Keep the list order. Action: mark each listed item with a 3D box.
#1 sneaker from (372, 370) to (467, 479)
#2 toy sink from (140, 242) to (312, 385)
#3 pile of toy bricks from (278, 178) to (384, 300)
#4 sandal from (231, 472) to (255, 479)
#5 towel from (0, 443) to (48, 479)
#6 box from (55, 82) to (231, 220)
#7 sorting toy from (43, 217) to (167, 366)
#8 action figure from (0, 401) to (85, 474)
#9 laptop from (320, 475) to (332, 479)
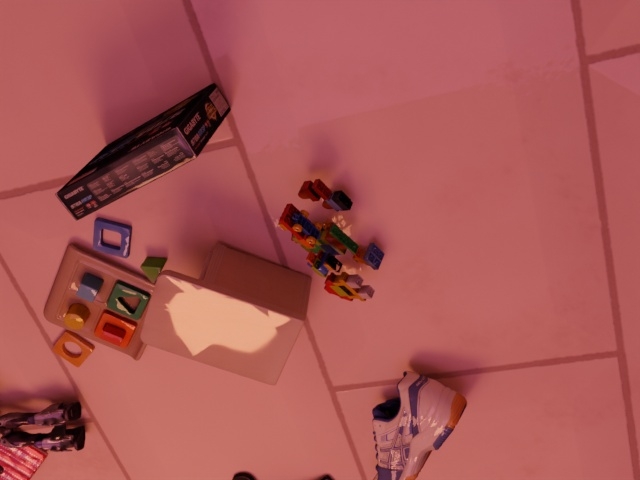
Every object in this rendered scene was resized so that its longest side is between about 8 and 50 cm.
[{"bbox_3d":[0.143,0.348,1.327,0.131,0.112,0.296,32,121,11],"label":"sneaker"},{"bbox_3d":[-0.151,0.108,1.205,0.234,0.131,0.153,19,122,-7],"label":"toy sink"},{"bbox_3d":[0.000,0.000,1.143,0.105,0.118,0.212,-4,142,45],"label":"pile of toy bricks"},{"bbox_3d":[-0.130,0.551,1.518,0.067,0.040,0.179,-21,115,21],"label":"sandal"},{"bbox_3d":[-0.722,0.491,1.531,0.199,0.031,0.275,38,96,-17],"label":"towel"},{"bbox_3d":[-0.246,-0.127,1.053,0.220,0.175,0.051,-24,114,23],"label":"box"},{"bbox_3d":[-0.383,0.120,1.301,0.196,0.047,0.348,27,122,-7],"label":"sorting toy"},{"bbox_3d":[-0.611,0.370,1.444,0.284,0.099,0.185,-6,102,-1],"label":"action figure"},{"bbox_3d":[0.005,0.751,1.394,0.408,0.236,0.382,-40,111,-9],"label":"laptop"}]
